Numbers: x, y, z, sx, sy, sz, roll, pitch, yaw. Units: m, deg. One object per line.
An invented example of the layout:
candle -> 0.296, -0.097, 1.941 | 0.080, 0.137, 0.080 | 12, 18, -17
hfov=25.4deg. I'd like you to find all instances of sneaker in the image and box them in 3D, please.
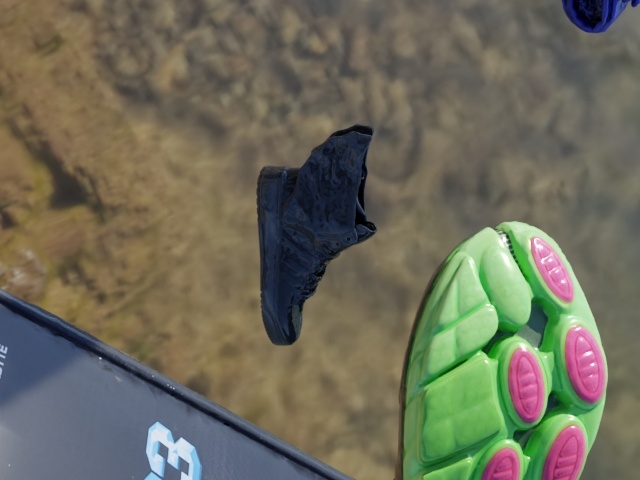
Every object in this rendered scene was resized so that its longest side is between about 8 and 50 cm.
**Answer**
sneaker -> 0.001, -0.001, 1.058 | 0.051, 0.089, 0.170 | -56, 145, -70
sneaker -> 0.111, 0.217, 1.193 | 0.185, 0.202, 0.482 | -1, 104, -25

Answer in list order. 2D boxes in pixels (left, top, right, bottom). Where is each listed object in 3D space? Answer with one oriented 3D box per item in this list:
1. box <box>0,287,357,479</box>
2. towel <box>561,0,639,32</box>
box -> -0.070, 0.195, 0.533 | 0.293, 0.073, 0.295 | 34, 42, -29
towel -> 0.235, -0.316, 1.063 | 0.308, 0.076, 0.227 | -58, 143, -53
